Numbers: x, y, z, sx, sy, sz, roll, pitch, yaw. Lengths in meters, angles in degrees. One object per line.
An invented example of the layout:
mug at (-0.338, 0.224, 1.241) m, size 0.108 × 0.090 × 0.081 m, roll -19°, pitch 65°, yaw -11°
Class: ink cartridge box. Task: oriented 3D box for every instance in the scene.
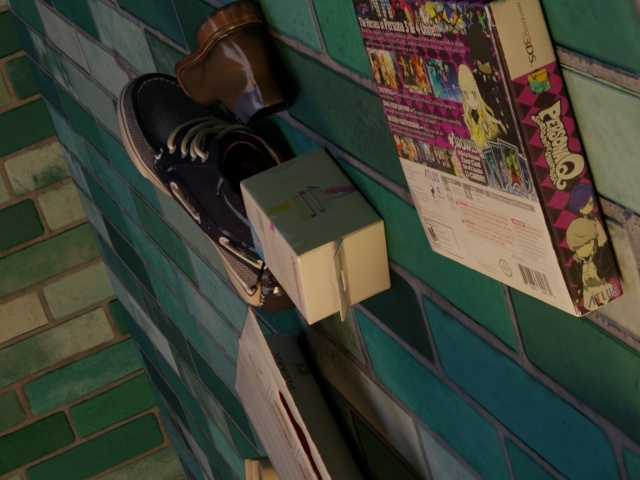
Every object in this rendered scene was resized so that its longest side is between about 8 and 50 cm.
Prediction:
ink cartridge box at (0.004, 0.243, 1.820) m, size 0.308 × 0.091 × 0.385 m, roll 64°, pitch 167°, yaw 14°
ink cartridge box at (0.000, 0.000, 1.465) m, size 0.143 × 0.090 × 0.092 m, roll 52°, pitch 160°, yaw 42°

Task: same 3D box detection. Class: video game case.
video game case at (0.106, -0.071, 1.061) m, size 0.232 × 0.041 × 0.210 m, roll 27°, pitch 138°, yaw 68°

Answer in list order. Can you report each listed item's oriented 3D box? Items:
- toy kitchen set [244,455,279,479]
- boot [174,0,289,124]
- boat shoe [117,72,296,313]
toy kitchen set at (-0.032, 0.414, 2.268) m, size 0.166 × 0.122 × 0.207 m, roll 153°, pitch 113°, yaw -76°
boot at (-0.089, -0.149, 1.573) m, size 0.219 × 0.082 × 0.106 m, roll 125°, pitch 123°, yaw -71°
boat shoe at (-0.109, -0.093, 1.687) m, size 0.340 × 0.127 × 0.158 m, roll 50°, pitch 156°, yaw 24°
